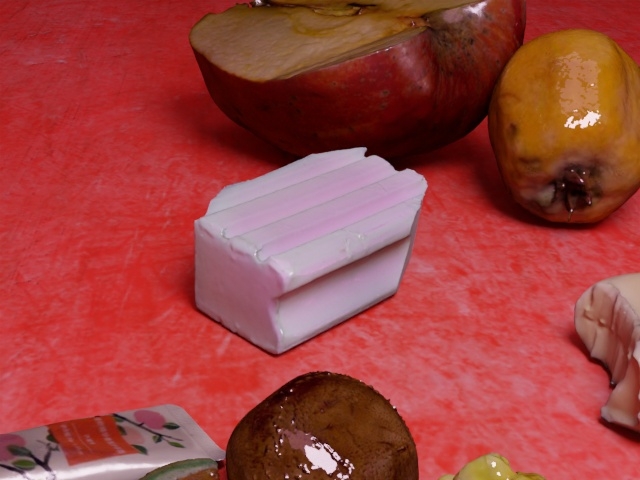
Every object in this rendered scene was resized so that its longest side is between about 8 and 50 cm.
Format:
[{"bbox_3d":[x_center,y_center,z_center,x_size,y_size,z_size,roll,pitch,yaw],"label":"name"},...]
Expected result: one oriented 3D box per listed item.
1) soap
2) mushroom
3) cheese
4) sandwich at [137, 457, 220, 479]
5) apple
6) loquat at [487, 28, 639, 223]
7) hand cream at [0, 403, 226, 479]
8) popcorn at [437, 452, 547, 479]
[{"bbox_3d":[0.000,0.000,0.813,0.145,0.091,0.230,28,35,35],"label":"soap"},{"bbox_3d":[0.004,0.138,0.560,0.127,0.087,0.127,13,43,-13],"label":"mushroom"},{"bbox_3d":[0.315,0.079,0.709,0.249,0.071,0.163,-4,27,-17],"label":"cheese"},{"bbox_3d":[-0.097,0.173,0.516,0.067,0.029,0.135,3,27,2],"label":"sandwich"},{"bbox_3d":[0.037,-0.232,1.077,0.365,0.295,0.329,13,-1,34],"label":"apple"},{"bbox_3d":[0.264,-0.117,0.967,0.187,0.176,0.234,24,55,-18],"label":"loquat"},{"bbox_3d":[-0.176,0.142,0.563,0.234,0.050,0.080,-7,24,-34],"label":"hand cream"},{"bbox_3d":[0.076,0.175,0.430,0.145,0.126,0.126,-17,15,13],"label":"popcorn"}]
